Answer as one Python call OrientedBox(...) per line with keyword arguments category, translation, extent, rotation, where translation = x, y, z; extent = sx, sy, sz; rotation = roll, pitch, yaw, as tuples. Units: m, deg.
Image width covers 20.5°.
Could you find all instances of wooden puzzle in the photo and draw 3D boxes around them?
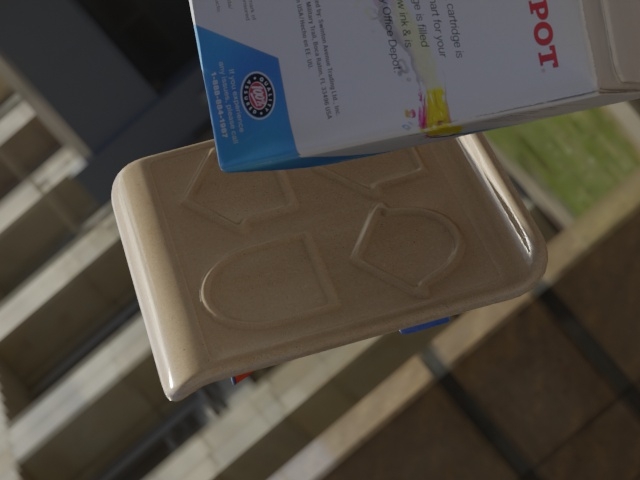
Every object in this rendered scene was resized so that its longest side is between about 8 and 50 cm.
OrientedBox(category="wooden puzzle", translation=(0.000, 0.000, 1.617), extent=(0.322, 0.348, 0.080), rotation=(-113, 5, -50))

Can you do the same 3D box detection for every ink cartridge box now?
OrientedBox(category="ink cartridge box", translation=(0.075, -0.168, 1.199), extent=(0.197, 0.270, 0.198), rotation=(-9, -91, -64))
